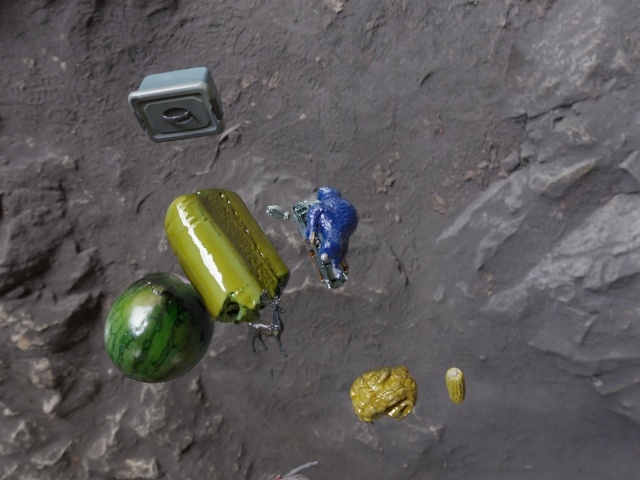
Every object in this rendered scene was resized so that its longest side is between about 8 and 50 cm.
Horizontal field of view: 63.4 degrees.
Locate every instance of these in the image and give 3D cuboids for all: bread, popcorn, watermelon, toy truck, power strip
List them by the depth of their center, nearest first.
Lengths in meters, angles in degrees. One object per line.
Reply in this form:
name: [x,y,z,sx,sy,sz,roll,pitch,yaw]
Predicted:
bread: [-0.254,0.041,1.358,0.208,0.251,0.377,-40,75,28]
watermelon: [-0.515,0.285,1.671,0.362,0.363,0.364,6,128,8]
power strip: [-0.143,-0.089,1.751,0.083,0.035,0.055,18,134,-3]
popcorn: [0.234,0.541,1.842,0.250,0.250,0.190,-27,81,29]
toy truck: [0.000,0.000,1.868,0.132,0.184,0.339,-20,108,4]

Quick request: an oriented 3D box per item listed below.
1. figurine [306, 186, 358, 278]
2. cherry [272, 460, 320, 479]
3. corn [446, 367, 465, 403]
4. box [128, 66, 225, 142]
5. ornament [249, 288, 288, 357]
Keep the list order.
figurine: [0.039,-0.037,1.365,0.120,0.262,0.164,-23,132,21]
cherry: [-0.088,0.719,1.216,0.291,0.335,0.327,14,113,-36]
corn: [0.495,0.531,1.889,0.067,0.068,0.206,-3,135,15]
box: [-0.370,-0.356,1.368,0.226,0.130,0.162,-7,140,8]
ornament: [-0.092,0.141,0.891,0.073,0.028,0.125,2,111,22]
